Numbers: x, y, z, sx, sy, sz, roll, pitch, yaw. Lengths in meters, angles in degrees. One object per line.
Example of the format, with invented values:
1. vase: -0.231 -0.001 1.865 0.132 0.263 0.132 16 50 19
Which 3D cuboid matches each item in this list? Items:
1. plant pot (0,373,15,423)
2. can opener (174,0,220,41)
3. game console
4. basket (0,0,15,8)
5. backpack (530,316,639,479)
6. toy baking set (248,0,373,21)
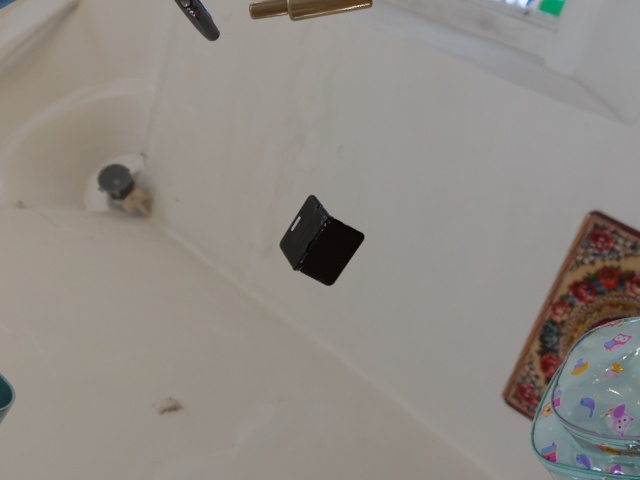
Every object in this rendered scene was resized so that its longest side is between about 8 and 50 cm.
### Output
1. plant pot: -0.541 0.219 0.810 0.290 0.290 0.195 33 -99 -57
2. can opener: -0.184 -0.337 0.979 0.073 0.059 0.186 -20 -23 6
3. game console: 0.000 0.000 1.218 0.071 0.107 0.122 11 -57 -41
4. basket: -0.422 -0.292 0.675 0.255 0.289 0.201 -46 -11 -28
5. backpack: 0.274 0.154 0.592 0.144 0.188 0.166 46 -126 -14
6. toy baking set: -0.011 -0.274 0.764 0.256 0.196 0.030 -11 -62 1
